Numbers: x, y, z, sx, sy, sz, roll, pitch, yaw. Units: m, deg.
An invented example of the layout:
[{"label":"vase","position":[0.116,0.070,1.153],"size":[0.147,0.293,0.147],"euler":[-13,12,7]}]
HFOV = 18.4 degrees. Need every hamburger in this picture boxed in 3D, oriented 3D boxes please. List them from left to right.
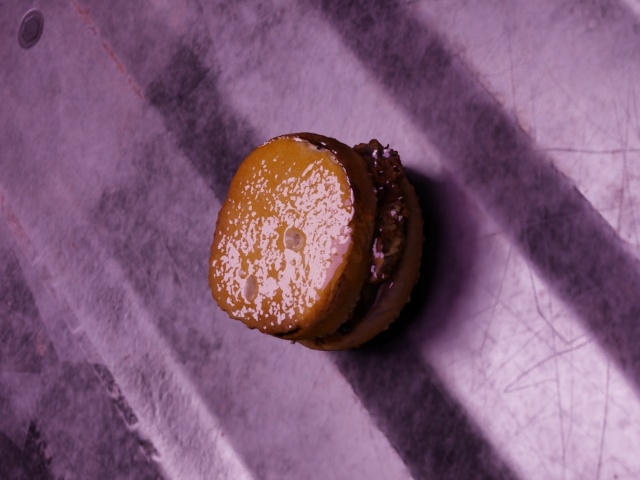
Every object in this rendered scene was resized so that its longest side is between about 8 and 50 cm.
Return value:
[{"label":"hamburger","position":[0.006,-0.003,1.638],"size":[0.182,0.118,0.191],"euler":[49,116,38]}]
